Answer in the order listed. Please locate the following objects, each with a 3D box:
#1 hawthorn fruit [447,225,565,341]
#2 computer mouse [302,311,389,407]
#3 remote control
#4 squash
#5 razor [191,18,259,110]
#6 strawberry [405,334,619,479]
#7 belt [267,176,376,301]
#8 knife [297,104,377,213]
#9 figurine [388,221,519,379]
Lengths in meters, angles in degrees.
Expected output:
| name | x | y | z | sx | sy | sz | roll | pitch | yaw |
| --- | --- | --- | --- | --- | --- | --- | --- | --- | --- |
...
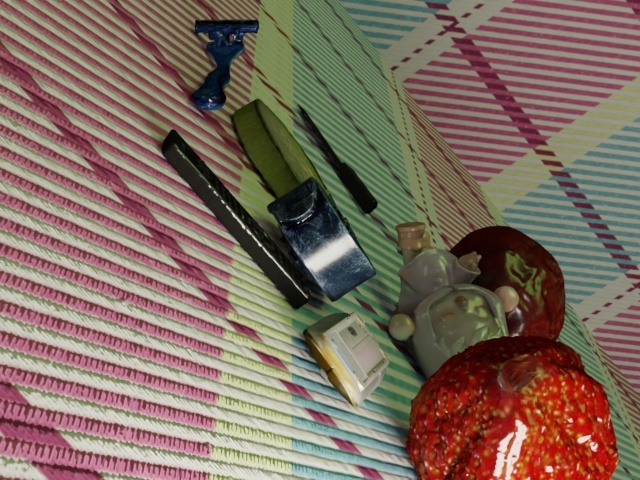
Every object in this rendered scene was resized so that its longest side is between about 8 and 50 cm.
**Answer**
| name | x | y | z | sx | sy | sz | roll | pitch | yaw |
| --- | --- | --- | --- | --- | --- | --- | --- | --- | --- |
| hawthorn fruit | 0.273 | 0.112 | 2.068 | 0.230 | 0.210 | 0.266 | 65 | 24 | -16 |
| computer mouse | 0.027 | 0.129 | 1.456 | 0.102 | 0.045 | 0.199 | 55 | 13 | 3 |
| remote control | -0.091 | -0.023 | 1.466 | 0.245 | 0.025 | 0.063 | 50 | 13 | -19 |
| squash | -0.042 | -0.096 | 1.811 | 0.219 | 0.041 | 0.219 | 55 | 9 | -13 |
| razor | -0.136 | -0.226 | 1.771 | 0.324 | 0.093 | 0.056 | -89 | 177 | -63 |
| strawberry | 0.218 | 0.214 | 1.477 | 0.250 | 0.238 | 0.288 | 52 | -16 | 36 |
| belt | 0.000 | 0.000 | 1.570 | 0.141 | 0.082 | 0.190 | 56 | 2 | 5 |
| knife | 0.024 | -0.137 | 2.185 | 0.230 | 0.028 | 0.060 | 55 | 0 | 15 |
| figurine | 0.176 | 0.098 | 1.855 | 0.133 | 0.200 | 0.276 | 109 | -36 | -56 |
